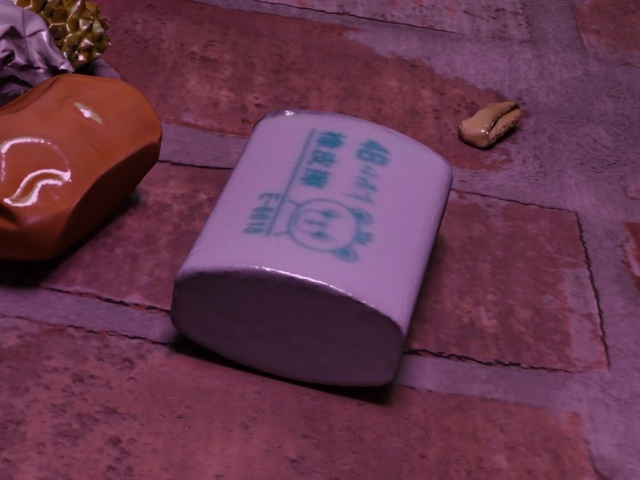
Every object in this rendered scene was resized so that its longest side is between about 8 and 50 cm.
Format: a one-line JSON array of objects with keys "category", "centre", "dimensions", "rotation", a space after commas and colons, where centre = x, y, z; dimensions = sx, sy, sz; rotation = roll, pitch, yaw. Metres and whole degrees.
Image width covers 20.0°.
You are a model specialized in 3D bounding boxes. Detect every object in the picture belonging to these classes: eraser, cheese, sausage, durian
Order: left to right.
[{"category": "sausage", "centre": [-0.228, -0.066, 1.530], "dimensions": [0.136, 0.120, 0.241], "rotation": [33, 34, 12]}, {"category": "durian", "centre": [-0.259, -0.225, 1.789], "dimensions": [0.108, 0.119, 0.186], "rotation": [3, 30, -7]}, {"category": "eraser", "centre": [0.000, 0.000, 1.522], "dimensions": [0.189, 0.104, 0.290], "rotation": [18, 31, 2]}, {"category": "cheese", "centre": [0.171, -0.122, 1.858], "dimensions": [0.044, 0.030, 0.083], "rotation": [6, 28, 34]}]

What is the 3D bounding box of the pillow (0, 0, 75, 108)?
[{"category": "pillow", "centre": [-0.411, -0.171, 1.623], "dimensions": [0.310, 0.138, 0.283], "rotation": [29, 35, 25]}]
